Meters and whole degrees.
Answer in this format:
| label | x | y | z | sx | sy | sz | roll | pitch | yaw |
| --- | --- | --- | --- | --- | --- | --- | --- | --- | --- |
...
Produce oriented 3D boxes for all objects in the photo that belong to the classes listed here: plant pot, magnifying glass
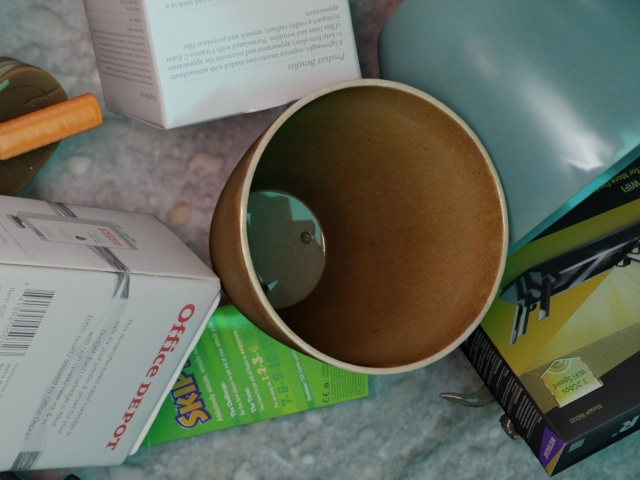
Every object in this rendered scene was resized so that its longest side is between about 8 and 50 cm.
| label | x | y | z | sx | sy | sz | roll | pitch | yaw |
| --- | --- | --- | --- | --- | --- | --- | --- | --- | --- |
| plant pot | 0.000 | 0.000 | 1.227 | 0.237 | 0.254 | 0.237 | 2 | 84 | -22 |
| plant pot | 0.192 | -0.151 | 1.282 | 0.293 | 0.293 | 0.235 | -36 | 84 | -14 |
| magnifying glass | -0.282 | -0.068 | 1.106 | 0.231 | 0.026 | 0.092 | -22 | 109 | -22 |

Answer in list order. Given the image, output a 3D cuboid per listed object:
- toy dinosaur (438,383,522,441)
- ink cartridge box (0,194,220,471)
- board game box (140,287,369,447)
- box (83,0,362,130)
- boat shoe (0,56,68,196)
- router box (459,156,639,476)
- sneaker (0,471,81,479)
| label | x | y | z | sx | sy | sz | roll | pitch | yaw |
| --- | --- | --- | --- | --- | --- | --- | --- | --- | --- |
| toy dinosaur | 0.248 | 0.125 | 1.489 | 0.313 | 0.121 | 0.160 | -1 | 91 | -21 |
| ink cartridge box | -0.249 | 0.078 | 1.139 | 0.283 | 0.117 | 0.207 | 7 | 118 | -50 |
| board game box | -0.076 | 0.116 | 1.356 | 0.259 | 0.039 | 0.124 | -11 | 106 | -26 |
| box | -0.088 | -0.177 | 1.195 | 0.181 | 0.182 | 0.119 | -15 | 107 | -22 |
| boat shoe | -0.337 | -0.031 | 1.161 | 0.302 | 0.098 | 0.109 | -51 | 130 | -9 |
| router box | 0.293 | 0.061 | 1.409 | 0.309 | 0.243 | 0.081 | -24 | 152 | -19 |
| sneaker | -0.364 | 0.221 | 1.217 | 0.341 | 0.125 | 0.140 | 29 | 62 | -26 |
